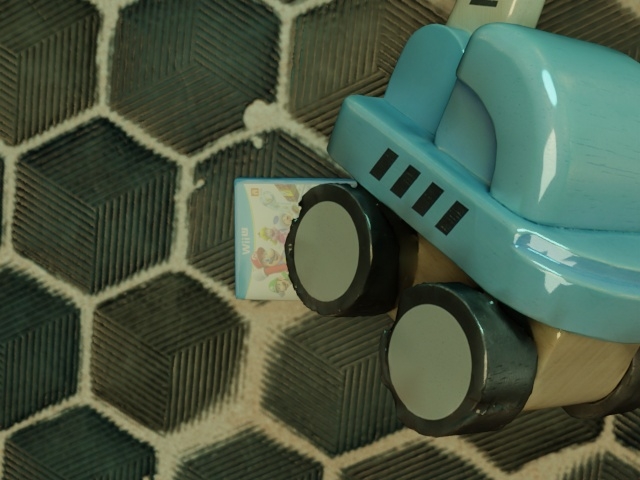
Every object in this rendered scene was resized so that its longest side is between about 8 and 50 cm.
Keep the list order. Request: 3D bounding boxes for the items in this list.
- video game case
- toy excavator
[{"bbox_3d":[0.000,0.000,0.931,0.166,0.015,0.119,1,100,7],"label":"video game case"},{"bbox_3d":[0.143,-0.136,0.758,0.222,0.433,0.445,4,119,-39],"label":"toy excavator"}]
